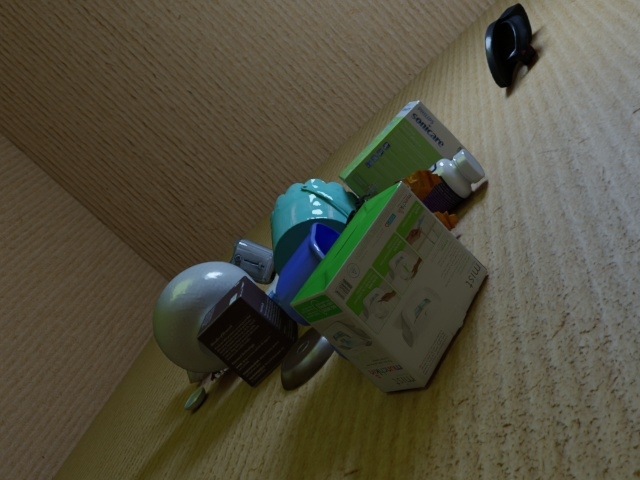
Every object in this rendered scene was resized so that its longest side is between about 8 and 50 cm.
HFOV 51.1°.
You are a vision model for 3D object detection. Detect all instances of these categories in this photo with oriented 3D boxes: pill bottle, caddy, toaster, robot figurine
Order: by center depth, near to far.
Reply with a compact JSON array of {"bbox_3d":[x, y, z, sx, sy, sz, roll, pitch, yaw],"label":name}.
[{"bbox_3d":[0.053,0.083,1.340,0.179,0.241,0.341,-51,8,12],"label":"caddy"},{"bbox_3d":[0.168,-0.025,1.504,0.085,0.211,0.291,-6,-21,-38],"label":"robot figurine"},{"bbox_3d":[0.279,-0.120,1.547,0.193,0.108,0.108,-40,13,27],"label":"pill bottle"},{"bbox_3d":[-0.219,0.074,2.239,0.227,0.146,0.129,52,-122,-86],"label":"toaster"}]

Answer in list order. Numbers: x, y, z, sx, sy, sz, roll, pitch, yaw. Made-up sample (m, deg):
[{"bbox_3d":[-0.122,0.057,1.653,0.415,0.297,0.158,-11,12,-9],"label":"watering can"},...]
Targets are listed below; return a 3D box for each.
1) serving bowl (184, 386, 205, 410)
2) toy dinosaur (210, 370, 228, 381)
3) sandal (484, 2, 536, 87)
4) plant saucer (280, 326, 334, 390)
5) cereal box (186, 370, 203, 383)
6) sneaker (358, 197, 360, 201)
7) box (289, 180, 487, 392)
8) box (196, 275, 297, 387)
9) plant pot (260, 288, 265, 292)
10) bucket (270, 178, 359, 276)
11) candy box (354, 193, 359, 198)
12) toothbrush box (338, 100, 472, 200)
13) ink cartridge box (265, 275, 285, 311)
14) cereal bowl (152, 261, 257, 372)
[{"bbox_3d":[-0.375,0.484,2.029,0.083,0.027,0.083,-44,11,11],"label":"serving bowl"},{"bbox_3d":[-0.325,0.401,2.045,0.047,0.090,0.082,-61,-21,3],"label":"toy dinosaur"},{"bbox_3d":[0.588,-0.610,2.008,0.107,0.168,0.446,-14,30,37],"label":"sandal"},{"bbox_3d":[-0.030,0.258,1.553,0.198,0.036,0.199,-45,12,12],"label":"plant saucer"},{"bbox_3d":[-0.417,0.336,2.165,0.047,0.173,0.240,-11,-31,-21],"label":"cereal box"},{"bbox_3d":[0.116,-0.088,1.953,0.130,0.109,0.286,-39,0,-4],"label":"sneaker"},{"bbox_3d":[0.124,0.078,1.124,0.126,0.231,0.262,-27,22,56],"label":"box"},{"bbox_3d":[-0.187,0.237,1.764,0.167,0.203,0.168,-45,11,10],"label":"box"},{"bbox_3d":[-0.299,0.252,2.232,0.234,0.165,0.166,-57,11,3],"label":"plant pot"},{"bbox_3d":[0.000,0.000,1.739,0.281,0.281,0.183,-42,25,21],"label":"bucket"},{"bbox_3d":[0.142,-0.155,2.350,0.206,0.027,0.105,-35,14,44],"label":"candy box"},{"bbox_3d":[0.220,-0.195,1.766,0.283,0.206,0.122,-46,11,5],"label":"toothbrush box"},{"bbox_3d":[-0.077,0.107,2.030,0.231,0.078,0.134,-56,11,2],"label":"ink cartridge box"},{"bbox_3d":[-0.306,0.241,1.938,0.339,0.339,0.141,-47,35,-5],"label":"cereal bowl"}]
